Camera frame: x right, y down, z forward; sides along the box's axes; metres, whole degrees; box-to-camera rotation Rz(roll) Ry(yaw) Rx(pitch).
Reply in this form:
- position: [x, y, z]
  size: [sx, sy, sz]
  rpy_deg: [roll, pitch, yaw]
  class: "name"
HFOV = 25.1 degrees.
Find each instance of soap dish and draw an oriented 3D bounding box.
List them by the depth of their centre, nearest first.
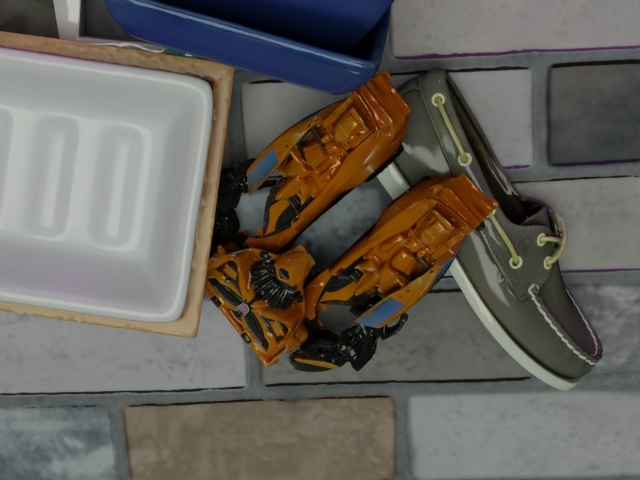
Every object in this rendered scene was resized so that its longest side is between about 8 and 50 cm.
- position: [-0.228, -0.053, 1.205]
  size: [0.290, 0.118, 0.229]
  rpy_deg: [8, 94, 1]
  class: "soap dish"

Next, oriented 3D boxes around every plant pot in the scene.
- position: [-0.028, -0.247, 1.068]
  size: [0.236, 0.236, 0.212]
  rpy_deg: [15, 114, -1]
  class: "plant pot"

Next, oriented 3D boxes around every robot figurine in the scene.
- position: [0.000, 0.000, 1.189]
  size: [0.211, 0.085, 0.291]
  rpy_deg: [50, 131, 3]
  class: "robot figurine"

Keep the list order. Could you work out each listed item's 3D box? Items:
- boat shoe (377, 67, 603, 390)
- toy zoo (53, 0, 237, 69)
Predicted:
- position: [0.152, -0.007, 1.218]
  size: [0.091, 0.109, 0.305]
  rpy_deg: [-34, 99, 23]
  class: "boat shoe"
- position: [-0.112, -0.244, 1.204]
  size: [0.293, 0.030, 0.192]
  rpy_deg: [6, 107, 1]
  class: "toy zoo"
